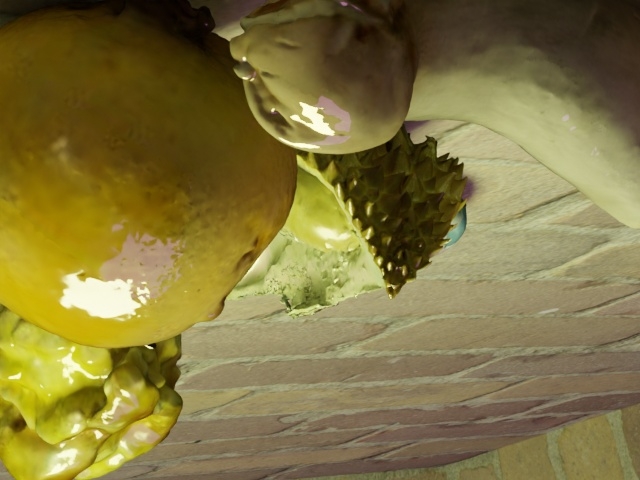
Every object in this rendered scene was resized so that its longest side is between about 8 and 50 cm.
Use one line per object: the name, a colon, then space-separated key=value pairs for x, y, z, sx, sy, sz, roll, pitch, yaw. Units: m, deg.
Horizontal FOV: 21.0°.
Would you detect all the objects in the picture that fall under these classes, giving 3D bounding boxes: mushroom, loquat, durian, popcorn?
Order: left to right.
popcorn: x=-0.226 y=0.125 z=1.650 sx=0.205 sy=0.237 sz=0.251 roll=9 pitch=-162 yaw=-27
loquat: x=-0.127 y=-0.052 z=1.089 sx=0.243 sy=0.244 sz=0.244 roll=-10 pitch=165 yaw=-3
durian: x=0.009 y=-0.016 z=1.411 sx=0.172 sy=0.167 sz=0.306 roll=4 pitch=169 yaw=-38
mushroom: x=0.087 y=-0.117 z=1.078 sx=0.397 sy=0.177 sz=0.126 roll=8 pitch=146 yaw=-47

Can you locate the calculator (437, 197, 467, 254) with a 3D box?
calculator: x=0.000 y=0.000 z=1.690 sx=0.293 sy=0.051 sz=0.173 roll=-11 pitch=167 yaw=0
